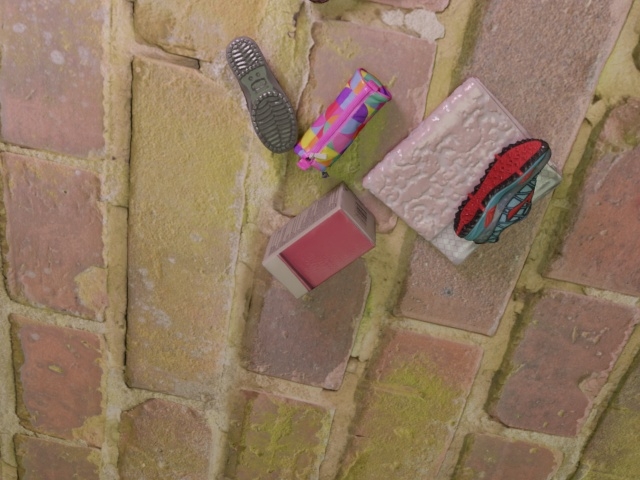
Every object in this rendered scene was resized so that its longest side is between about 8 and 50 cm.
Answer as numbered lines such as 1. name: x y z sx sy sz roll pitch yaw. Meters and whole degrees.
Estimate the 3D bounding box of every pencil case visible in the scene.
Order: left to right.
1. pencil case: 0.043 -0.246 1.243 0.104 0.104 0.236 36 113 -13

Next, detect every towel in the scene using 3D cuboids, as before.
1. towel: 0.315 -0.138 1.305 0.317 0.053 0.332 41 113 -15

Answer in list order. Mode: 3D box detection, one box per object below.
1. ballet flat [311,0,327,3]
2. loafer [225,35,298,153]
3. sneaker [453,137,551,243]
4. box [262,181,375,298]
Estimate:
1. ballet flat: 0.065 -0.515 1.113 0.222 0.079 0.076 -23 112 16
2. loafer: -0.116 -0.305 1.236 0.095 0.087 0.251 -19 110 4
3. sneaker: 0.401 -0.100 1.251 0.125 0.104 0.261 21 122 -27
4. box: 0.000 0.000 1.350 0.232 0.148 0.127 -36 110 22
